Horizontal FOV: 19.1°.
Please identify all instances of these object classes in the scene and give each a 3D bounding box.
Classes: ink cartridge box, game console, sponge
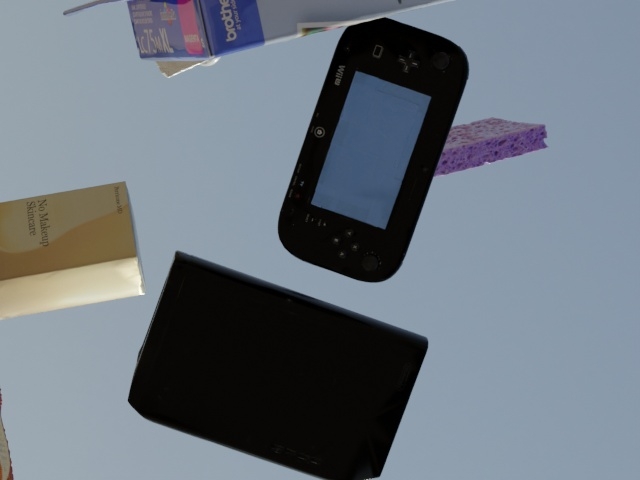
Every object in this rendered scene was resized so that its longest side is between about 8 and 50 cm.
[{"bbox_3d":[-0.015,-0.179,1.377,0.186,0.311,0.065,-168,-114,-69],"label":"ink cartridge box"},{"bbox_3d":[0.000,0.000,1.490,0.044,0.213,0.361,-105,-146,-82],"label":"game console"},{"bbox_3d":[0.127,-0.096,2.060,0.117,0.210,0.031,-159,-123,-65],"label":"sponge"}]

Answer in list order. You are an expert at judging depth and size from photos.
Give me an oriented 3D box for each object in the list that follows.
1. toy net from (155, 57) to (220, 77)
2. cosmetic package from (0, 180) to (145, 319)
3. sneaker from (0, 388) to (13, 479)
[{"bbox_3d":[-0.093,-0.268,2.189,0.232,0.122,0.045,-51,165,-2],"label":"toy net"},{"bbox_3d":[-0.163,0.008,1.112,0.041,0.115,0.060,85,-7,-54],"label":"cosmetic package"},{"bbox_3d":[-0.297,0.155,1.592,0.175,0.067,0.064,-113,-156,-52],"label":"sneaker"}]
